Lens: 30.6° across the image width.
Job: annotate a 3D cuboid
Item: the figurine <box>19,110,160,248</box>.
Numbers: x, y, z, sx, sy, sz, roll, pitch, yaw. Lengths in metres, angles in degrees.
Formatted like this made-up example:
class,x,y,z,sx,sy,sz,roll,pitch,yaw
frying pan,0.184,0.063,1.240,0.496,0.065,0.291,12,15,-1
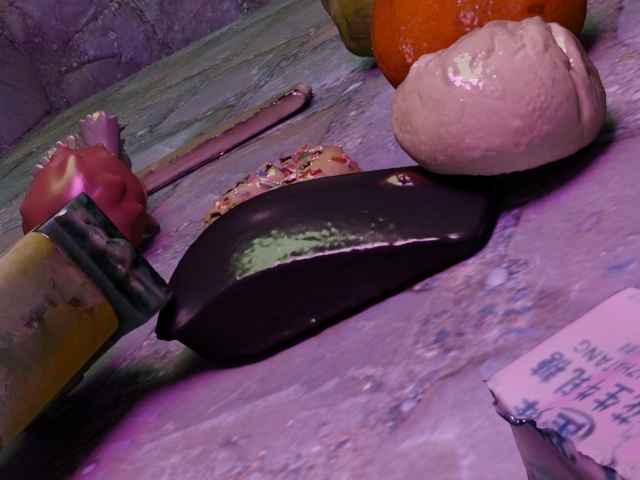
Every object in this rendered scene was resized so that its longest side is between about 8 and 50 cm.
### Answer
class,x,y,z,sx,sy,sz,roll,pitch,yaw
figurine,-0.268,-0.040,1.395,0.207,0.166,0.387,-64,17,8

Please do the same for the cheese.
class,x,y,z,sx,sy,sz,roll,pitch,yaw
cheese,-0.188,-0.118,1.666,0.400,0.034,0.085,-27,13,12

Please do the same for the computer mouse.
class,x,y,z,sx,sy,sz,roll,pitch,yaw
computer mouse,-0.003,-0.004,0.915,0.295,0.087,0.168,-23,18,14

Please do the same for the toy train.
class,x,y,z,sx,sy,sz,roll,pitch,yaw
toy train,-0.281,0.117,0.872,0.253,0.160,0.397,-32,12,46

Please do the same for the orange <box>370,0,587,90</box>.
class,x,y,z,sx,sy,sz,roll,pitch,yaw
orange,0.148,-0.227,1.149,0.224,0.170,0.224,-27,16,8

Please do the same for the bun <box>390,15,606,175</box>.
class,x,y,z,sx,sy,sz,roll,pitch,yaw
bun,0.136,-0.116,0.902,0.164,0.111,0.188,0,17,34

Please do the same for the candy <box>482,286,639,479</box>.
class,x,y,z,sx,sy,sz,roll,pitch,yaw
candy,0.138,0.081,0.454,0.092,0.073,0.160,-29,15,-9

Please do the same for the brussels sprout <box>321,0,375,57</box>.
class,x,y,z,sx,sy,sz,roll,pitch,yaw
brussels sprout,0.103,-0.345,1.576,0.223,0.161,0.223,-36,12,9

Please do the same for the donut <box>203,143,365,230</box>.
class,x,y,z,sx,sy,sz,roll,pitch,yaw
donut,-0.037,-0.033,1.093,0.175,0.068,0.174,-29,16,9
